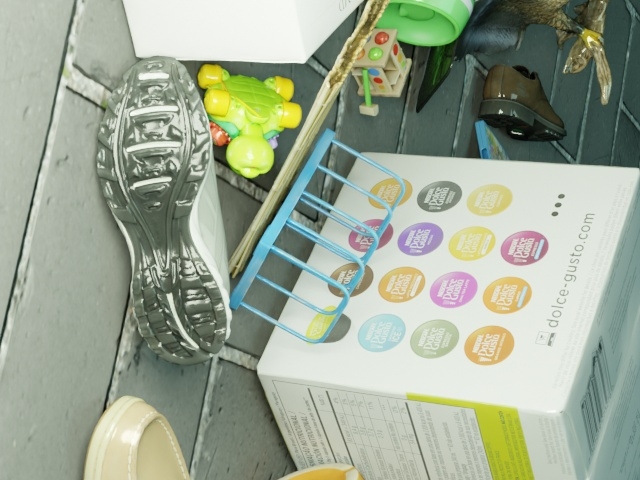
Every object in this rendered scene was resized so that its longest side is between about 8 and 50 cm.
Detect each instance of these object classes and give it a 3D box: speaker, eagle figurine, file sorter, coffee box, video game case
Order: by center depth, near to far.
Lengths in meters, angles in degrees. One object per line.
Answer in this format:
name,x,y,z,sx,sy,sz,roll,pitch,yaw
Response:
file sorter,0.000,0.000,1.633,0.170,0.104,0.118,-62,-178,-39
coffee box,0.172,0.143,1.793,0.338,0.334,0.337,70,35,-42
speaker,0.139,-0.379,1.872,0.131,0.131,0.296,44,56,-57
eagle figurine,0.268,-0.335,2.112,0.298,0.226,0.225,16,122,-35
video game case,0.244,-0.065,2.185,0.119,0.015,0.166,45,33,-57

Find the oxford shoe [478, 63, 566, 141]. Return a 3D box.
oxford shoe,0.289,-0.190,2.249,0.227,0.083,0.096,24,69,-63

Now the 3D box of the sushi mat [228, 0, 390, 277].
sushi mat,-0.014,-0.097,1.540,0.151,0.019,0.316,-63,-178,-39

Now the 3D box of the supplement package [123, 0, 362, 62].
supplement package,-0.077,-0.321,1.399,0.177,0.175,0.293,-52,139,-48

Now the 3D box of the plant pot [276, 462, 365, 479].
plant pot,0.011,0.342,1.686,0.205,0.205,0.188,-40,114,-55

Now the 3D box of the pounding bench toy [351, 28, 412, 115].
pounding bench toy,0.059,-0.190,1.824,0.065,0.052,0.083,58,45,-50

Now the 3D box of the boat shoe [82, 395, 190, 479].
boat shoe,-0.124,0.290,1.481,0.121,0.110,0.341,-50,137,-48

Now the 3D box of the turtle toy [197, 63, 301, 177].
turtle toy,-0.070,-0.111,1.527,0.130,0.095,0.066,-106,-149,-54

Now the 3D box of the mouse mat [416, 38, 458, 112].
mouse mat,0.153,-0.258,1.954,0.152,0.007,0.189,128,-21,-70

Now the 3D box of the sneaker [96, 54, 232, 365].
sneaker,-0.135,-0.030,1.448,0.108,0.100,0.271,-78,163,-75
